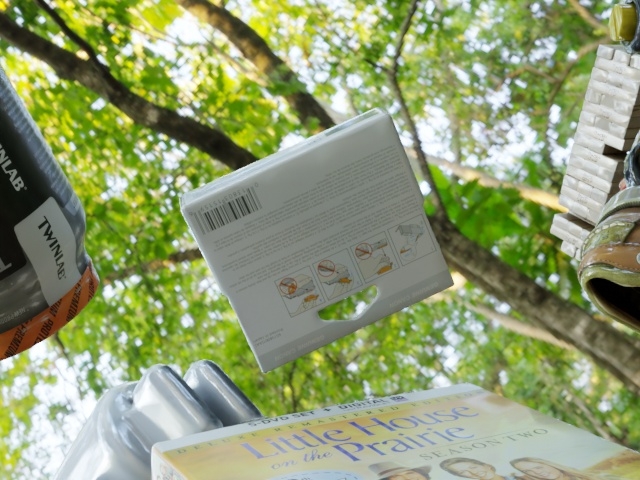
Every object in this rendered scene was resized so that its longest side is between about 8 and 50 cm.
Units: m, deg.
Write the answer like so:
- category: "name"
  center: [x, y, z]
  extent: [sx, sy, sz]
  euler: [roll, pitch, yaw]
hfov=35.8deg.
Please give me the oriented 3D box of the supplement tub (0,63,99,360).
- category: "supplement tub"
  center: [-0.336, -0.057, 0.870]
  extent: [0.193, 0.193, 0.316]
  euler: [-32, -66, -13]

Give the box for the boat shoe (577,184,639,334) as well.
- category: "boat shoe"
  center: [0.332, 0.079, 0.732]
  extent: [0.104, 0.307, 0.111]
  euler: [-50, -18, -44]

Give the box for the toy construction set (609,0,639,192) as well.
- category: "toy construction set"
  center: [0.401, -0.148, 0.953]
  extent: [0.257, 0.237, 0.309]
  euler: [-14, -20, 17]

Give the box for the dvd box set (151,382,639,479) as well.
- category: "dvd box set"
  center: [0.105, 0.193, 0.636]
  extent: [0.307, 0.420, 0.062]
  euler: [-5, -80, -28]

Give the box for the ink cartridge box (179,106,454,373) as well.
- category: "ink cartridge box"
  center: [0.000, 0.000, 1.224]
  extent: [0.275, 0.060, 0.239]
  euler: [-24, -71, -3]

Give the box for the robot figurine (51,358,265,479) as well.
- category: "robot figurine"
  center: [-0.202, 0.299, 1.098]
  extent: [0.300, 0.200, 0.353]
  euler: [8, -61, -53]

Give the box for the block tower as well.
- category: "block tower"
  center: [0.438, -0.134, 1.477]
  extent: [0.097, 0.091, 0.335]
  euler: [-7, -62, -36]
